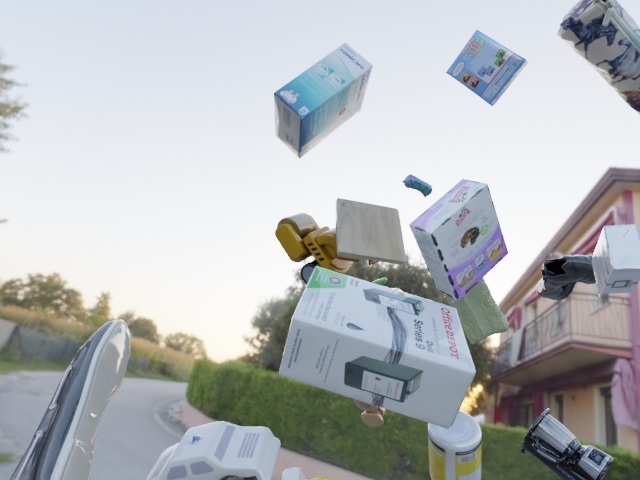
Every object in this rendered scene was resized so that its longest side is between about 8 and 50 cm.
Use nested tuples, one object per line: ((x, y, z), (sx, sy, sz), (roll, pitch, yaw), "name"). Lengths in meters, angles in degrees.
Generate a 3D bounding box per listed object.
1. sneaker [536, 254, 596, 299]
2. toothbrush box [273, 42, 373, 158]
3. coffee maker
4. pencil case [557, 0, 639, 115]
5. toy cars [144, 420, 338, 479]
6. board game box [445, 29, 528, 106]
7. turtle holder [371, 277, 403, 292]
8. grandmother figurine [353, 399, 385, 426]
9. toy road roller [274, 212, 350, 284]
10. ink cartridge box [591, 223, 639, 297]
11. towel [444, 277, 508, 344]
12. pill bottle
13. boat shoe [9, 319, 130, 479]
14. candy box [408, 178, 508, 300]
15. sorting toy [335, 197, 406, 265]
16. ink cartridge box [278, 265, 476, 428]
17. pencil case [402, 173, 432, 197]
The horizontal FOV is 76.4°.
((0.757, 0.108, 1.298), (0.130, 0.109, 0.286), (9, -27, 2), "sneaker")
((0.004, -0.430, 1.267), (0.126, 0.295, 0.216), (44, -18, 10), "toothbrush box")
((0.643, 0.564, 1.072), (0.178, 0.120, 0.171), (37, -19, 41), "coffee maker")
((0.899, -0.551, 1.200), (0.410, 0.160, 0.183), (43, 19, -2), "pencil case")
((-0.087, 0.280, 0.466), (0.176, 0.087, 0.393), (-28, 15, -40), "toy cars")
((0.543, -0.571, 1.346), (0.039, 0.211, 0.160), (0, -46, -47), "board game box")
((0.114, 0.268, 1.170), (0.320, 0.227, 0.243), (-23, 1, -10), "turtle holder")
((0.215, 0.413, 1.324), (0.104, 0.342, 0.208), (3, -59, 30), "grandmother figurine")
((0.000, 0.000, 1.674), (0.240, 0.329, 0.202), (-40, -8, 32), "toy road roller")
((0.659, 0.051, 0.906), (0.060, 0.104, 0.180), (-6, -29, 23), "ink cartridge box")
((0.380, 0.171, 0.998), (0.110, 0.148, 0.027), (-28, -8, 17), "towel")
((0.275, 0.451, 0.835), (0.103, 0.103, 0.184), (3, -67, 25), "pill bottle")
((-0.414, 0.273, 0.681), (0.095, 0.335, 0.112), (-5, -49, -1), "boat shoe")
((0.295, -0.002, 0.858), (0.070, 0.165, 0.196), (33, -23, 56), "candy box")
((0.175, -0.018, 1.539), (0.255, 0.257, 0.089), (9, -39, -11), "sorting toy")
((0.098, 0.173, 0.719), (0.289, 0.122, 0.211), (16, 21, 4), "ink cartridge box")
((0.475, -0.266, 1.983), (0.151, 0.070, 0.064), (19, 2, -28), "pencil case")
